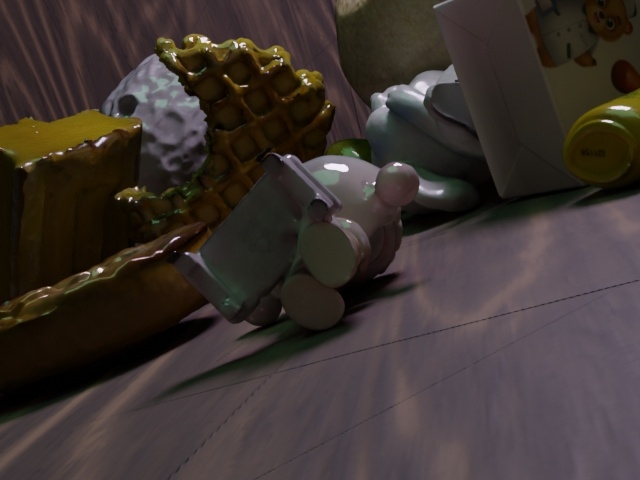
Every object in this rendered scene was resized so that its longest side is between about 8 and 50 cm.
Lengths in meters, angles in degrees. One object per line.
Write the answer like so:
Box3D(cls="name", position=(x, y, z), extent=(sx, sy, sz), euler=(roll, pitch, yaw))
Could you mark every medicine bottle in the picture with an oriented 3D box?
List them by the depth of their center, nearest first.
Box3D(cls="medicine bottle", position=(0.350, -0.126, 1.240), extent=(0.309, 0.076, 0.111), euler=(-25, 9, -36))

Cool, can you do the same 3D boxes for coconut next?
Box3D(cls="coconut", position=(0.237, -0.276, 1.763), extent=(0.415, 0.415, 0.345), euler=(-20, 33, 10))

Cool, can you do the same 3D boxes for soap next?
Box3D(cls="soap", position=(-0.355, -0.022, 1.811), extent=(0.143, 0.281, 0.259), euler=(18, 25, 27))

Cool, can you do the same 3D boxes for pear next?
Box3D(cls="pear", position=(0.053, -0.079, 1.756), extent=(0.131, 0.107, 0.107), euler=(31, 38, 31))

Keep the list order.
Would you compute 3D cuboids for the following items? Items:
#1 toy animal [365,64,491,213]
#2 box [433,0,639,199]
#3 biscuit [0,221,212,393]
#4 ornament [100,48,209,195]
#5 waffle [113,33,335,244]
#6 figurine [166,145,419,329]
Box3D(cls="toy animal", position=(0.176, -0.132, 1.535), extent=(0.249, 0.174, 0.289), euler=(-33, 8, -7))
Box3D(cls="box", position=(0.317, -0.205, 1.397), extent=(0.341, 0.225, 0.143), euler=(-24, 8, -28))
Box3D(cls="biscuit", position=(-0.230, 0.074, 1.346), extent=(0.296, 0.102, 0.296), euler=(-24, 5, 2))
Box3D(cls="ornament", position=(-0.195, -0.132, 2.052), extent=(0.337, 0.337, 0.337), euler=(-21, 5, 2))
Box3D(cls="waffle", position=(-0.130, -0.114, 1.813), extent=(0.261, 0.324, 0.151), euler=(16, 10, -9))
Box3D(cls="figurine", position=(-0.011, -0.002, 1.128), extent=(0.144, 0.182, 0.256), euler=(24, 9, 12))
